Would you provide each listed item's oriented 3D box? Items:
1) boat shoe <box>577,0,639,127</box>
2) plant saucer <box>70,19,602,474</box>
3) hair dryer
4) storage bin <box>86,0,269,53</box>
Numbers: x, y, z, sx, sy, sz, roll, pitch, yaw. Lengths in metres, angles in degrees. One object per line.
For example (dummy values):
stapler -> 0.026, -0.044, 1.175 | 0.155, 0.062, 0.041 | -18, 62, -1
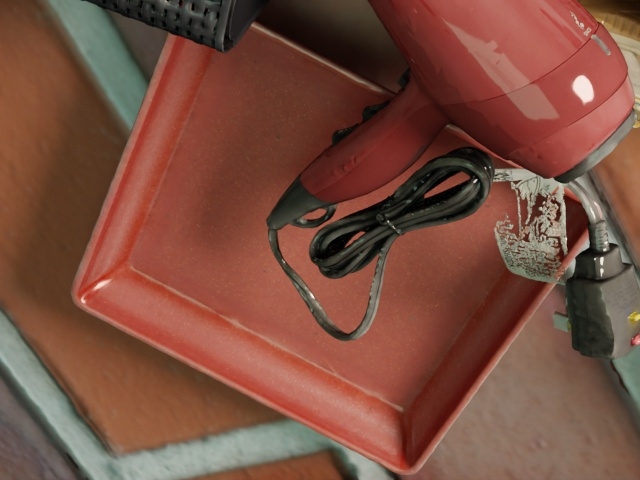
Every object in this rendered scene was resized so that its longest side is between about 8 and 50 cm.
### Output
boat shoe -> 0.161, -0.090, 0.669 | 0.170, 0.063, 0.059 | 26, 132, 13
plant saucer -> 0.000, 0.000, 0.798 | 0.258, 0.047, 0.259 | 28, 128, -1
hair dryer -> 0.046, -0.056, 0.657 | 0.224, 0.080, 0.293 | 3, 121, 24
storage bin -> -0.049, -0.197, 0.623 | 0.084, 0.122, 0.180 | 20, 129, 5
